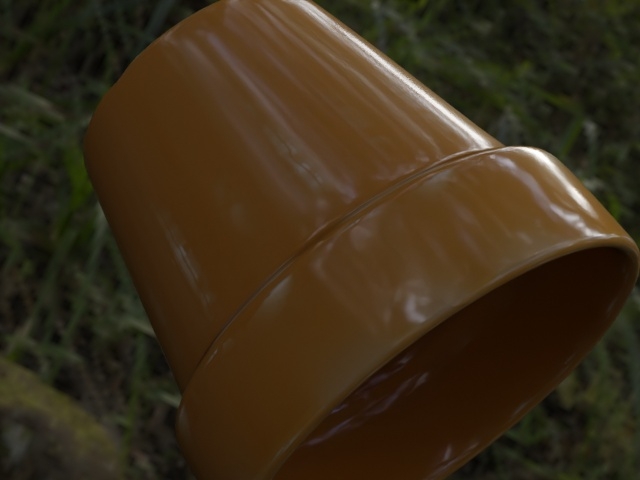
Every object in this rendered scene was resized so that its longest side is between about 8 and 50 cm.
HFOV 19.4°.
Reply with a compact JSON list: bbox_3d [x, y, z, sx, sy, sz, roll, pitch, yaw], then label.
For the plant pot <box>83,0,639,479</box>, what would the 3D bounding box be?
[{"bbox_3d":[0.000,0.000,0.808,0.188,0.205,0.205,53,21,22],"label":"plant pot"}]
